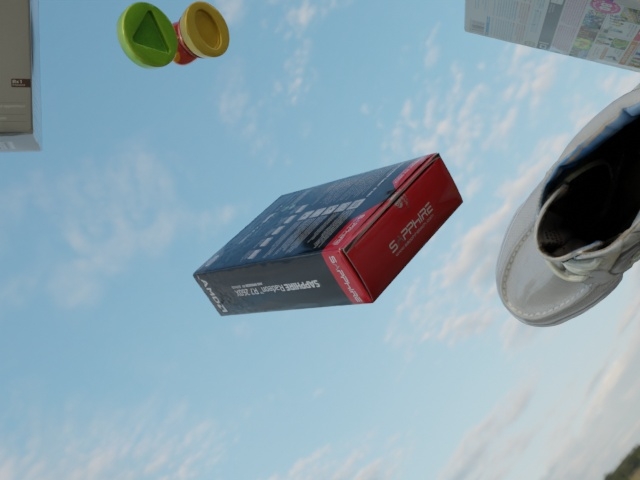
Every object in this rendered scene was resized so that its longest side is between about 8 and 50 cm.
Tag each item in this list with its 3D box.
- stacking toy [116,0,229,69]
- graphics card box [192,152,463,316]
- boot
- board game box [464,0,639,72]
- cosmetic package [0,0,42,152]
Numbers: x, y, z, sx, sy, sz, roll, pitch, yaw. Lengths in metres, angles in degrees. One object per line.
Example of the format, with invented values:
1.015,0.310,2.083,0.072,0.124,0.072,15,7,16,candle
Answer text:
-0.361,-0.476,1.669,0.279,0.130,0.309,-41,-70,-46,stacking toy
0.000,0.000,1.185,0.233,0.370,0.094,-45,-68,-34,graphics card box
0.165,-0.014,0.530,0.123,0.095,0.258,-26,-27,-39,boot
0.336,-0.303,1.004,0.224,0.303,0.098,32,-104,-80,board game box
-0.454,-0.244,1.125,0.127,0.238,0.107,-5,-7,-12,cosmetic package
